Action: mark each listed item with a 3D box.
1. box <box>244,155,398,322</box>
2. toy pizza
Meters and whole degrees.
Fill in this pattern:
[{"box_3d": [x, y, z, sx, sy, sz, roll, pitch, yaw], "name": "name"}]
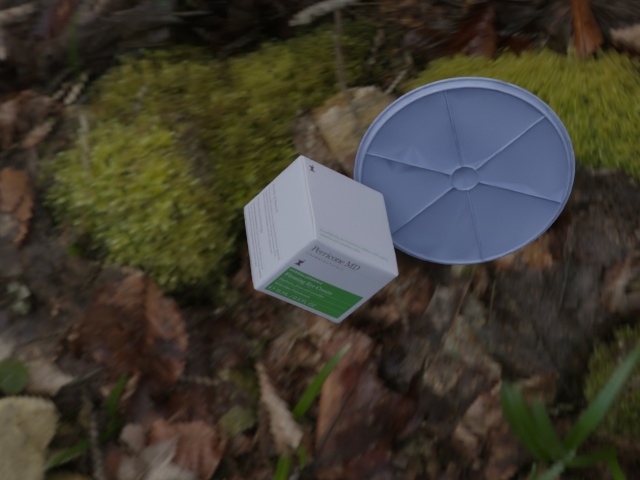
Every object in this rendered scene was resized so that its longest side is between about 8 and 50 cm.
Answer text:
[{"box_3d": [0.000, 0.000, 1.449, 0.101, 0.102, 0.087, 24, 129, -34], "name": "box"}, {"box_3d": [0.131, -0.065, 1.496, 0.201, 0.032, 0.201, 0, 125, 0], "name": "toy pizza"}]
